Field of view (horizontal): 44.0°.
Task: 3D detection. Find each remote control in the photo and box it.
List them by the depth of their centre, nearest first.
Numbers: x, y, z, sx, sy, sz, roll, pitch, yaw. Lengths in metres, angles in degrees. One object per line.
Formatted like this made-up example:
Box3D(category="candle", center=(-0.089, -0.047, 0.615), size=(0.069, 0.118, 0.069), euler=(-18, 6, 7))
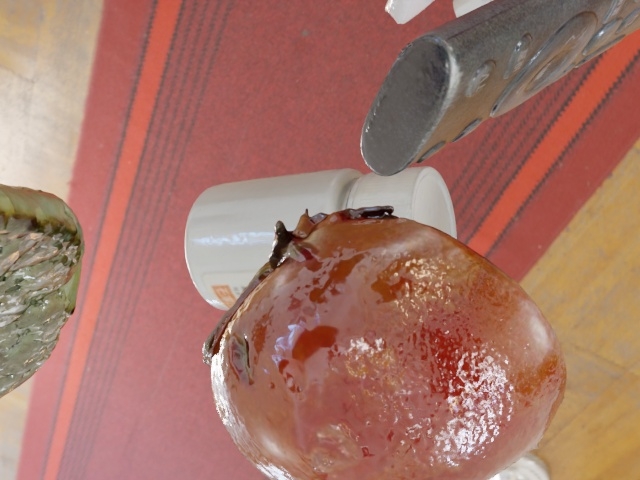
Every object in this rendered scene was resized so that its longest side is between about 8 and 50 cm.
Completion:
Box3D(category="remote control", center=(0.179, -0.150, 0.507), size=(0.044, 0.378, 0.107), euler=(47, 147, 17))

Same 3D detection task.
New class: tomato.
Box3D(category="tomato", center=(0.031, 0.132, 0.650), size=(0.309, 0.170, 0.308), euler=(19, 134, 21))

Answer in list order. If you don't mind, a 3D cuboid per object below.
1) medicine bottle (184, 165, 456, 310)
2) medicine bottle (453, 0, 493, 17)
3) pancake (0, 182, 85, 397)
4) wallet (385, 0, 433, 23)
Box3D(category="medicine bottle", center=(0.000, 0.000, 1.198), size=(0.372, 0.211, 0.211), euler=(-4, 126, 27))
Box3D(category="medicine bottle", center=(0.303, -0.317, 0.967), size=(0.258, 0.143, 0.143), euler=(-32, 112, 28))
Box3D(category="pancake", center=(-0.201, 0.058, 0.337), size=(0.037, 0.254, 0.253), euler=(47, 132, 12))
Box3D(category="wallet", center=(0.143, -0.287, 0.775), size=(0.033, 0.190, 0.095), euler=(49, 170, 3))
